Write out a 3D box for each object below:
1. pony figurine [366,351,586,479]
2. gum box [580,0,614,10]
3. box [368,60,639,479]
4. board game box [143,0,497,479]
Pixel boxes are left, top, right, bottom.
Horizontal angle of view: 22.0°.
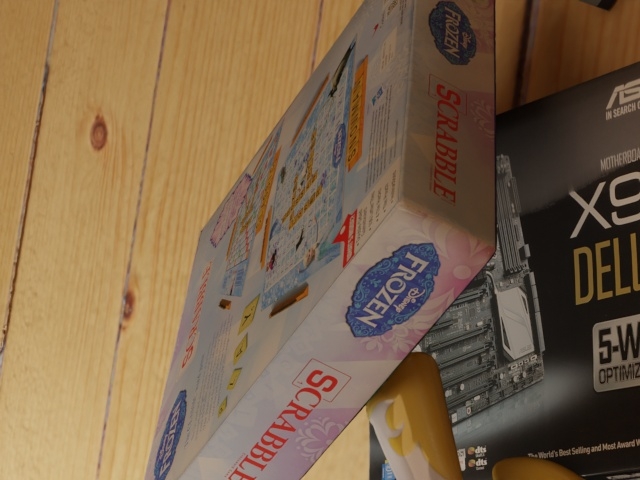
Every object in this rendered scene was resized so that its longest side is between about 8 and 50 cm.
[{"bbox_3d":[0.085,0.294,0.877,0.351,0.303,0.363,-57,43,17],"label":"pony figurine"},{"bbox_3d":[0.180,-0.272,1.106,0.157,0.041,0.184,-56,43,28],"label":"gum box"},{"bbox_3d":[0.152,0.035,1.032,0.307,0.077,0.242,-17,67,51],"label":"box"},{"bbox_3d":[0.000,0.000,1.049,0.318,0.066,0.318,-52,18,35],"label":"board game box"}]
